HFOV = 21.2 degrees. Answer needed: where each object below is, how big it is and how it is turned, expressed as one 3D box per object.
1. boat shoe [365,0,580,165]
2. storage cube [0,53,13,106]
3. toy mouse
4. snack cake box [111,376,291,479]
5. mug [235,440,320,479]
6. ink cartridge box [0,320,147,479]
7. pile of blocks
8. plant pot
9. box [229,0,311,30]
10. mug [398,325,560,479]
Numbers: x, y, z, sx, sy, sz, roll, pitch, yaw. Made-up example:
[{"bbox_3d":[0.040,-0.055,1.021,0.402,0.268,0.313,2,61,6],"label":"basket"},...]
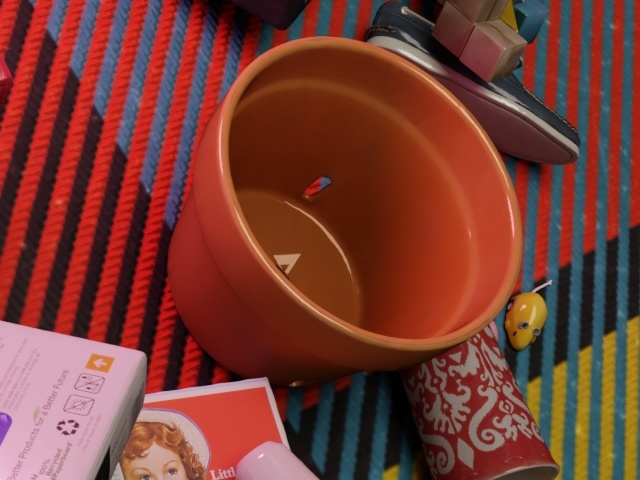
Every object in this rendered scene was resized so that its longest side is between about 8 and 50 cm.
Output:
[{"bbox_3d":[0.160,-0.159,1.750,0.254,0.095,0.079,25,63,-7],"label":"boat shoe"},{"bbox_3d":[-0.380,-0.130,1.306,0.193,0.215,0.183,-21,77,-33],"label":"storage cube"},{"bbox_3d":[0.159,0.055,1.660,0.143,0.031,0.161,33,51,-12],"label":"toy mouse"},{"bbox_3d":[-0.147,0.205,1.339,0.264,0.089,0.152,-4,64,-35],"label":"snack cake box"},{"bbox_3d":[-0.033,0.193,1.333,0.062,0.078,0.064,-36,75,-10],"label":"mug"},{"bbox_3d":[-0.324,0.115,1.214,0.371,0.069,0.176,14,39,5],"label":"ink cartridge box"},{"bbox_3d":[0.182,-0.303,1.758,0.149,0.112,0.362,12,37,-17],"label":"pile of blocks"},{"bbox_3d":[0.000,0.000,1.477,0.291,0.203,0.291,15,56,-24],"label":"plant pot"},{"bbox_3d":[0.017,-0.544,1.592,0.297,0.472,0.480,31,51,5],"label":"box"},{"bbox_3d":[0.133,0.157,1.557,0.113,0.150,0.169,-20,67,-1],"label":"mug"}]
